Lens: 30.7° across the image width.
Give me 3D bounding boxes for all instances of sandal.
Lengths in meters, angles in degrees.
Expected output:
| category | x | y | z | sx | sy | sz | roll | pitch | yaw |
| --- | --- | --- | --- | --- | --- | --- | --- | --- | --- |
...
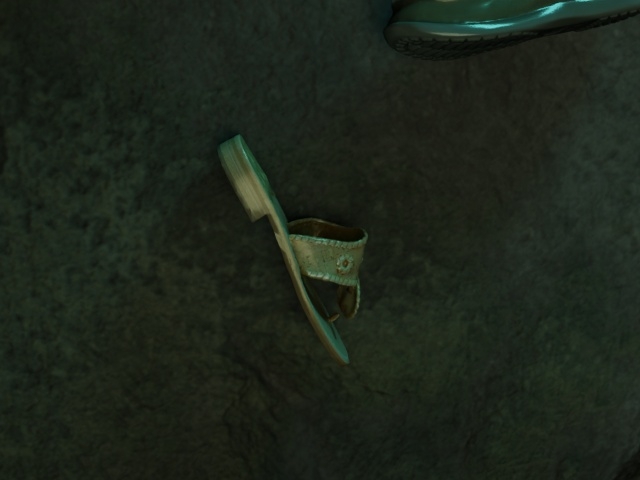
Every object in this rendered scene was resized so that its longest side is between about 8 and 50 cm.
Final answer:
| category | x | y | z | sx | sy | sz | roll | pitch | yaw |
| --- | --- | --- | --- | --- | --- | --- | --- | --- | --- |
| sandal | 0.001 | 0.003 | 1.019 | 0.079 | 0.088 | 0.240 | -27 | 112 | 5 |

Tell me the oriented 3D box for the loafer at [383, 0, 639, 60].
| category | x | y | z | sx | sy | sz | roll | pitch | yaw |
| --- | --- | --- | --- | --- | --- | --- | --- | --- | --- |
| loafer | 0.165 | -0.211 | 0.978 | 0.251 | 0.094 | 0.087 | -14 | 91 | -18 |
